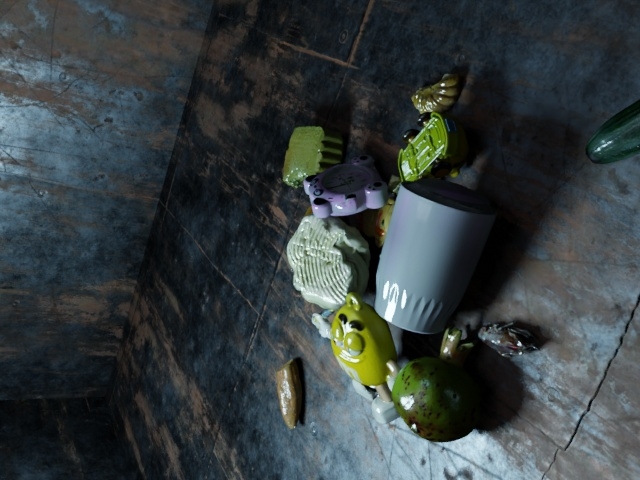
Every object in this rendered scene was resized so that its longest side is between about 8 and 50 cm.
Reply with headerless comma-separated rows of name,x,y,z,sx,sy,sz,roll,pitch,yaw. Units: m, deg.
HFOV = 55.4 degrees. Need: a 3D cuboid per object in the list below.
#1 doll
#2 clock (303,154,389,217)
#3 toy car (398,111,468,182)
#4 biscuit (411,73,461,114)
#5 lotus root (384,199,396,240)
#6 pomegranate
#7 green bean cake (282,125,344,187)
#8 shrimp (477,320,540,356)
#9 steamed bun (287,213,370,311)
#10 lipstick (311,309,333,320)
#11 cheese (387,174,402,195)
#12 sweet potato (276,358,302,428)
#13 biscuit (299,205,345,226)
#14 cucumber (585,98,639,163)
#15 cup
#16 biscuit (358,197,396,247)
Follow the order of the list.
doll,0.122,0.339,1.776,0.423,0.161,0.348,58,153,-9
clock,0.080,-0.168,1.966,0.227,0.248,0.090,-110,6,-50
toy car,0.330,-0.243,1.724,0.248,0.142,0.200,-44,47,53
biscuit,0.341,-0.432,1.818,0.183,0.061,0.118,-11,76,53
lotus root,0.252,-0.057,1.807,0.221,0.118,0.125,-59,12,5
pomegranate,0.329,0.383,1.571,0.286,0.231,0.231,-44,43,2
green bean cake,-0.023,-0.298,2.244,0.236,0.124,0.233,17,96,54
shrimp,0.466,0.245,1.502,0.075,0.073,0.190,57,159,-16
steamed bun,0.037,0.075,2.005,0.275,0.206,0.320,-2,83,23
lipstick,0.015,0.261,2.158,0.116,0.037,0.037,-42,51,38
cheese,0.244,-0.170,1.916,0.084,0.041,0.060,-133,64,-72
sweet potato,-0.116,0.560,2.232,0.097,0.097,0.251,-26,61,50
biscuit,0.001,0.000,2.215,0.257,0.049,0.273,34,112,49
cucumber,0.676,-0.244,1.312,0.244,0.063,0.115,-42,51,44
cup,0.284,0.036,1.588,0.253,0.253,0.371,37,116,51
biscuit,0.196,-0.064,1.969,0.225,0.036,0.166,33,111,53
